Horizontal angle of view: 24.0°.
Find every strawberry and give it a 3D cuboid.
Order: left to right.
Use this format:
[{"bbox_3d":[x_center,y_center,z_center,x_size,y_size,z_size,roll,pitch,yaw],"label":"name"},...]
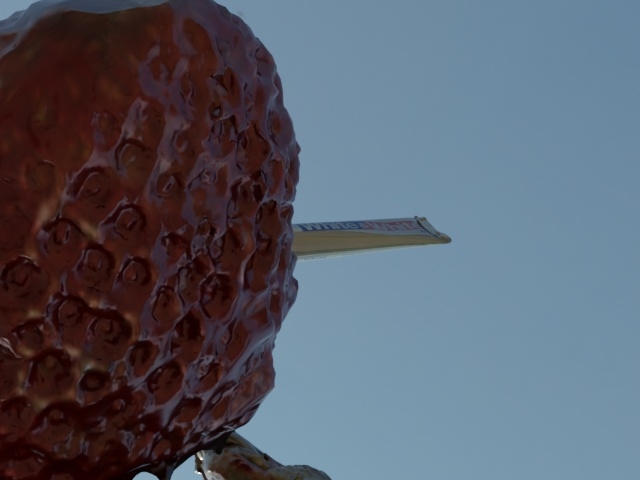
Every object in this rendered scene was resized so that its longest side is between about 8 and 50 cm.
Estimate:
[{"bbox_3d":[-0.147,-0.014,0.868,0.291,0.292,0.310,7,-65,17],"label":"strawberry"}]

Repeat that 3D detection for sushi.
[{"bbox_3d":[-0.012,0.207,1.025,0.226,0.097,0.103,28,-106,18],"label":"sushi"}]

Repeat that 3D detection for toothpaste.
[{"bbox_3d":[0.000,0.000,1.189,0.052,0.218,0.033,41,-50,52],"label":"toothpaste"}]
